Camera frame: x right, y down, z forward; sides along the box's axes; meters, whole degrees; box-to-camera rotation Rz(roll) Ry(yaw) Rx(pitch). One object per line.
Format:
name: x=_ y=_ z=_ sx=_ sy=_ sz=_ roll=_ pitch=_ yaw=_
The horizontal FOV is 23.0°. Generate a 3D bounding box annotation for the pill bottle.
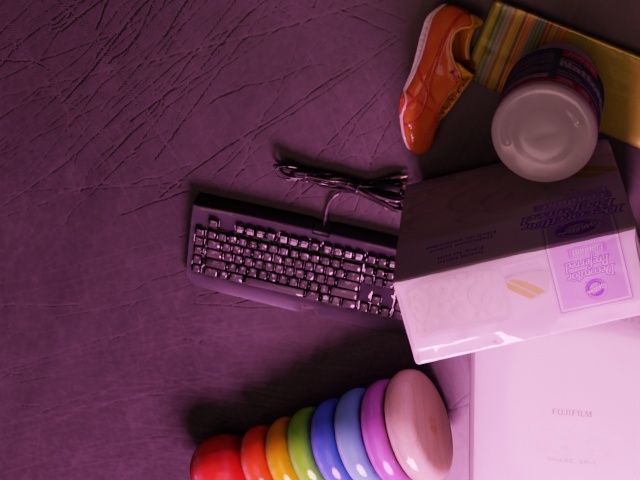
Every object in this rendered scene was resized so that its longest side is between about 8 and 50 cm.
pill bottle: x=0.242 y=-0.143 z=1.648 sx=0.108 sy=0.180 sz=0.108 roll=6 pitch=117 yaw=11

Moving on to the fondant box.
fondant box: x=0.207 y=0.002 z=1.639 sx=0.238 sy=0.330 sz=0.096 roll=-13 pitch=108 yaw=9

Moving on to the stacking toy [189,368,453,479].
stacking toy: x=-0.012 y=0.261 z=1.921 sx=0.330 sy=0.141 sz=0.141 roll=-18 pitch=106 yaw=23

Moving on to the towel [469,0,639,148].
towel: x=0.284 y=-0.181 z=1.735 sx=0.237 sy=0.021 sz=0.102 roll=22 pitch=120 yaw=3

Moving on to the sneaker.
sneaker: x=0.132 y=-0.172 z=1.741 sx=0.067 sy=0.064 sz=0.175 roll=26 pitch=117 yaw=26

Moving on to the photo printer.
photo printer: x=0.297 y=0.197 z=1.807 sx=0.256 sy=0.107 sz=0.307 roll=3 pitch=101 yaw=16

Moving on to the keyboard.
keyboard: x=0.000 y=0.000 z=1.865 sx=0.317 sy=0.033 sz=0.201 roll=12 pitch=113 yaw=8
